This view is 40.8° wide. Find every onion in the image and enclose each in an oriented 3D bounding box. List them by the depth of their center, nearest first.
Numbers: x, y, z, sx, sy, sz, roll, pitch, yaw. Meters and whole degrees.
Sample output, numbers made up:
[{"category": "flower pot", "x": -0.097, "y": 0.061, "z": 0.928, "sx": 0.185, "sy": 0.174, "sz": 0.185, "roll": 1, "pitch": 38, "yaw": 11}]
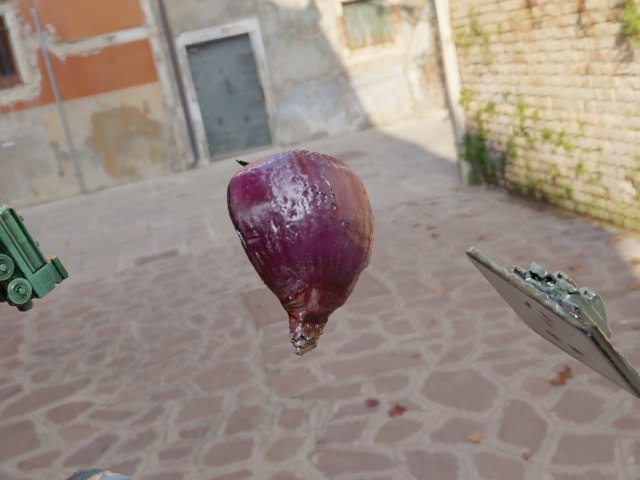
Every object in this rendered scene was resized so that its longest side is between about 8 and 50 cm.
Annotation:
[{"category": "onion", "x": 0.000, "y": 0.000, "z": 1.404, "sx": 0.267, "sy": 0.349, "sz": 0.159, "roll": 8, "pitch": -30, "yaw": -44}]

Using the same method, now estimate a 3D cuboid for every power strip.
[{"category": "power strip", "x": 0.285, "y": 0.078, "z": 1.002, "sx": 0.064, "sy": 0.213, "sz": 0.198, "roll": -48, "pitch": 43, "yaw": -2}]

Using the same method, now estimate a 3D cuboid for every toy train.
[{"category": "toy train", "x": -0.465, "y": 0.021, "z": 1.291, "sx": 0.071, "sy": 0.170, "sz": 0.111, "roll": -1, "pitch": 33, "yaw": 42}]

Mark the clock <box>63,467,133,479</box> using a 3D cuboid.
[{"category": "clock", "x": -0.173, "y": 0.358, "z": 0.769, "sx": 0.312, "sy": 0.313, "sz": 0.061, "roll": 0, "pitch": 15, "yaw": 41}]
